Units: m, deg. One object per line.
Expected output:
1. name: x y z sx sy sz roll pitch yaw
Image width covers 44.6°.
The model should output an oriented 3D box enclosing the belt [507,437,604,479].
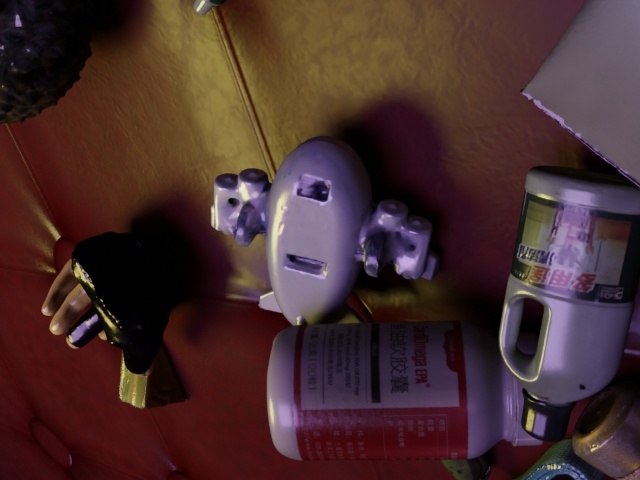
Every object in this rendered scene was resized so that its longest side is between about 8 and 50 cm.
1. belt: 0.249 0.282 0.833 0.100 0.065 0.179 49 143 13

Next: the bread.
1. bread: -0.266 0.191 1.251 0.074 0.084 0.139 4 92 40

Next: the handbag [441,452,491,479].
1. handbag: 0.154 0.232 0.884 0.111 0.047 0.072 55 140 -5

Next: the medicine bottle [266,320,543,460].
1. medicine bottle: 0.080 0.143 0.747 0.250 0.131 0.131 -3 124 7

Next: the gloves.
1. gloves: -0.280 0.096 1.084 0.197 0.152 0.301 57 139 2

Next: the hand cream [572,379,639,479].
1. hand cream: 0.328 0.217 0.700 0.203 0.084 0.084 39 139 4

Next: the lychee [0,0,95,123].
1. lychee: -0.373 -0.250 0.842 0.255 0.255 0.274 64 169 -18

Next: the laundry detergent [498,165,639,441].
1. laundry detergent: 0.199 0.057 0.633 0.099 0.070 0.226 11 108 15

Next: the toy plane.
1. toy plane: 0.000 0.000 0.793 0.244 0.117 0.245 11 128 14

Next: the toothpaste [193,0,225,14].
1. toothpaste: -0.064 -0.270 0.697 0.049 0.031 0.204 50 137 -3

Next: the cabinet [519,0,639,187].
1. cabinet: 0.247 -0.138 0.434 0.150 0.145 0.206 40 139 9
